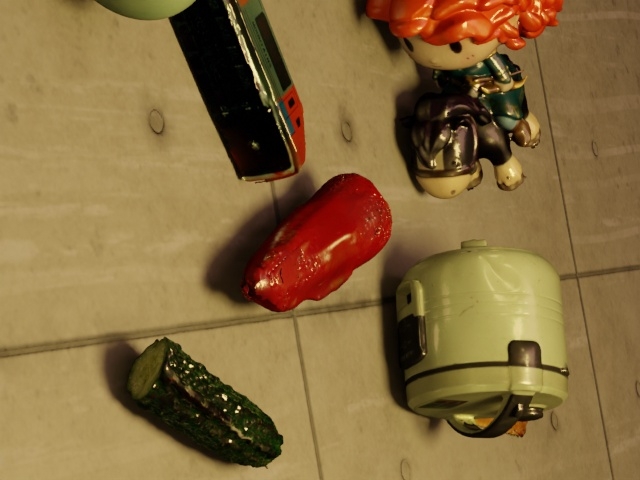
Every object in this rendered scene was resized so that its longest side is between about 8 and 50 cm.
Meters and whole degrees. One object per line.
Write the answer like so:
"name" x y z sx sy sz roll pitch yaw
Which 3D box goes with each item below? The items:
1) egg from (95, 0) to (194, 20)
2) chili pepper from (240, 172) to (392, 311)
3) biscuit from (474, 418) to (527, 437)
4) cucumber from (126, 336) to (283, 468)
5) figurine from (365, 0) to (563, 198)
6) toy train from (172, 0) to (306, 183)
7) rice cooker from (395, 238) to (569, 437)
"egg" -0.185 -0.331 1.636 0.168 0.168 0.231 -19 93 -62
"chili pepper" 0.000 0.000 1.923 0.387 0.110 0.110 -37 112 -57
"biscuit" 0.244 0.163 2.416 0.237 0.013 0.232 21 62 -57
"cucumber" -0.109 0.176 1.689 0.265 0.077 0.077 42 45 -47
"figurine" 0.201 -0.251 2.311 0.306 0.241 0.411 -21 118 -39
"toy train" -0.114 -0.261 1.831 0.409 0.086 0.089 67 28 -20
"rice cooker" 0.209 0.135 2.158 0.226 0.226 0.244 20 61 -58
